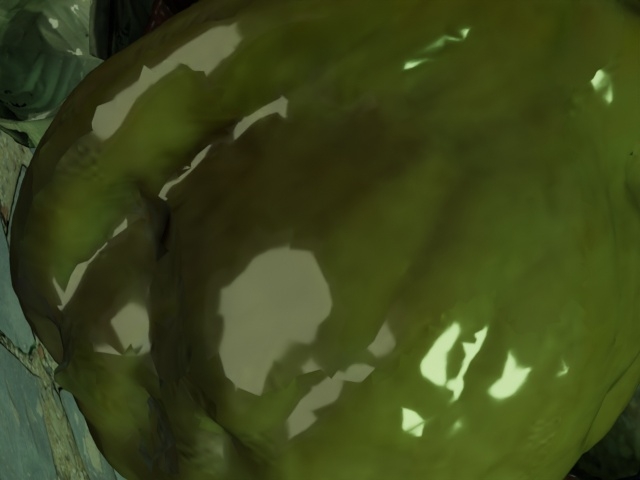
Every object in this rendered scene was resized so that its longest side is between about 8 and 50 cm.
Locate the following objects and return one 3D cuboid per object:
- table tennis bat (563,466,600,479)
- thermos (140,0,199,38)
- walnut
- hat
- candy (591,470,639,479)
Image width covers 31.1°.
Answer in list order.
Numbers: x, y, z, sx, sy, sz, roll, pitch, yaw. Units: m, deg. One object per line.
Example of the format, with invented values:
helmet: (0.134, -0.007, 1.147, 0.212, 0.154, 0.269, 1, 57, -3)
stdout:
table tennis bat: (0.169, 0.186, 0.698, 0.220, 0.019, 0.130, -39, 89, 33)
thermos: (-0.137, -0.103, 0.974, 0.124, 0.099, 0.232, 44, 125, 16)
walnut: (0.023, -0.003, 0.630, 0.383, 0.383, 0.383, 31, 130, 46)
hat: (-0.237, -0.222, 1.062, 0.232, 0.161, 0.275, 19, 114, 27)
candy: (0.102, 0.195, 0.827, 0.331, 0.077, 0.187, 18, 121, 47)
